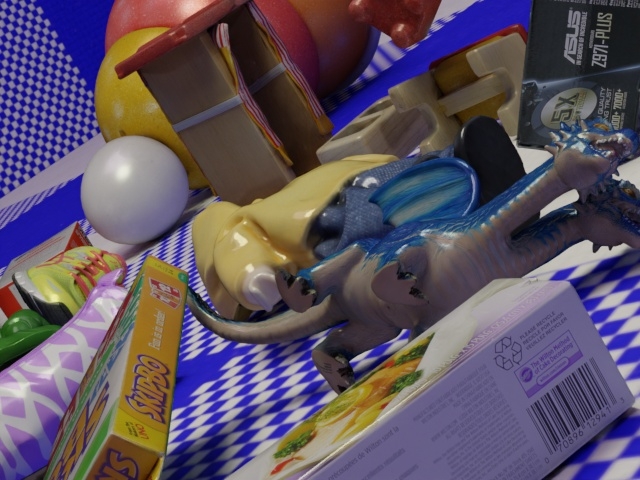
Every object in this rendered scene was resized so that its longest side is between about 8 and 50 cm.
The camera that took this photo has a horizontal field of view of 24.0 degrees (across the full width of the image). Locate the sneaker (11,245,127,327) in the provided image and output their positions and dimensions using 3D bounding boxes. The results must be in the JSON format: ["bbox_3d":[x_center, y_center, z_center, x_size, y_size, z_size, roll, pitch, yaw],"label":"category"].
[{"bbox_3d":[-0.224,0.041,1.393,0.094,0.081,0.208,-29,11,-3],"label":"sneaker"}]

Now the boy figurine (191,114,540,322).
[{"bbox_3d":[0.000,0.000,0.999,0.285,0.092,0.177,-18,16,47],"label":"boy figurine"}]

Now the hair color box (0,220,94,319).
[{"bbox_3d":[-0.299,0.037,1.654,0.093,0.053,0.167,-31,13,3],"label":"hair color box"}]

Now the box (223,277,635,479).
[{"bbox_3d":[-0.019,0.125,0.585,0.324,0.067,0.063,-35,12,-20],"label":"box"}]

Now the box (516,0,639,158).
[{"bbox_3d":[0.179,-0.161,0.997,0.077,0.180,0.147,7,21,8],"label":"box"}]

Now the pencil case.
[{"bbox_3d":[-0.190,0.109,1.010,0.086,0.088,0.206,-23,12,49],"label":"pencil case"}]

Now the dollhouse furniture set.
[{"bbox_3d":[0.019,-0.155,1.326,0.374,0.201,0.152,-20,15,42],"label":"dollhouse furniture set"}]

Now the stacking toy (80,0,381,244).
[{"bbox_3d":[-0.157,-0.181,1.761,0.350,0.350,0.480,-20,31,40],"label":"stacking toy"}]

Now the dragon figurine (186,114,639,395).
[{"bbox_3d":[0.055,0.012,0.828,0.289,0.085,0.144,-16,18,50],"label":"dragon figurine"}]

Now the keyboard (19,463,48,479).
[{"bbox_3d":[-0.213,0.194,0.881,0.192,0.038,0.100,-29,35,0],"label":"keyboard"}]

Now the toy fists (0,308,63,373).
[{"bbox_3d":[-0.294,0.144,1.098,0.279,0.096,0.142,-37,12,-25],"label":"toy fists"}]

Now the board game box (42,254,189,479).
[{"bbox_3d":[-0.112,0.107,0.777,0.124,0.039,0.259,-61,14,16],"label":"board game box"}]
